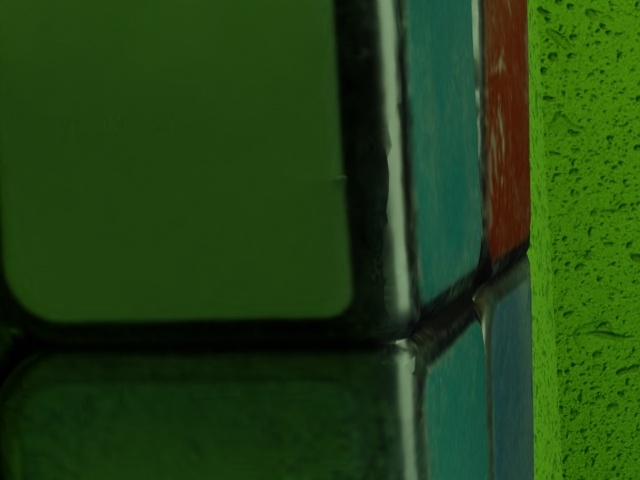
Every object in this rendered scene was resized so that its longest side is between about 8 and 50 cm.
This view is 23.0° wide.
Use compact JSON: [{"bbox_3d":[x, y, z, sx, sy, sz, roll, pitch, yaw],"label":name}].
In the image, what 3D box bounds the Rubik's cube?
[{"bbox_3d":[-0.078,0.023,0.694,0.316,0.313,0.318,-23,110,-73],"label":"Rubik's cube"}]
